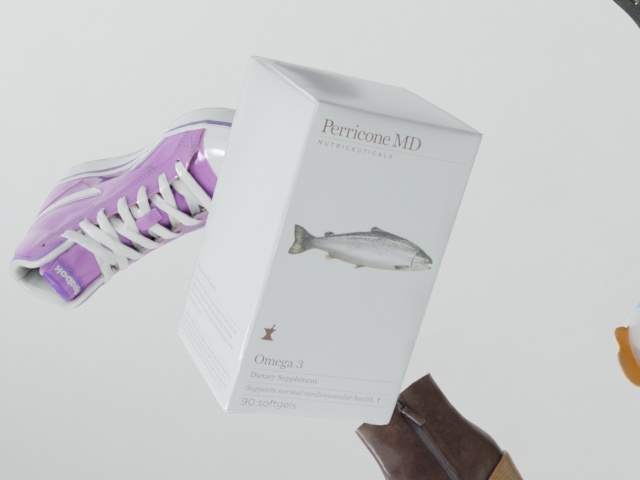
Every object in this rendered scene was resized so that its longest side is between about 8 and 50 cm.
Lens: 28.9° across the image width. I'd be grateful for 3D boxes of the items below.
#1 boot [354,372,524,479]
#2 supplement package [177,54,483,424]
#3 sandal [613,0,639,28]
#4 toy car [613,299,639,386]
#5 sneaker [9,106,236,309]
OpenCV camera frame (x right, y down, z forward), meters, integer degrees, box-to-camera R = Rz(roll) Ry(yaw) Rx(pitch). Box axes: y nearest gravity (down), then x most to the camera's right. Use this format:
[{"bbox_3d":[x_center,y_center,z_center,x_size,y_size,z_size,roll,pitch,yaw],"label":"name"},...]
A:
[{"bbox_3d":[0.105,0.298,1.421,0.207,0.248,0.090,48,156,7],"label":"boot"},{"bbox_3d":[0.000,0.000,0.704,0.105,0.179,0.105,8,-162,-25],"label":"supplement package"},{"bbox_3d":[0.424,-0.339,1.573,0.303,0.086,0.120,49,157,-21],"label":"sandal"},{"bbox_3d":[0.458,0.141,1.541,0.238,0.219,0.210,-24,-100,-31],"label":"toy car"},{"bbox_3d":[-0.157,-0.011,1.080,0.102,0.282,0.161,52,-138,-23],"label":"sneaker"}]
